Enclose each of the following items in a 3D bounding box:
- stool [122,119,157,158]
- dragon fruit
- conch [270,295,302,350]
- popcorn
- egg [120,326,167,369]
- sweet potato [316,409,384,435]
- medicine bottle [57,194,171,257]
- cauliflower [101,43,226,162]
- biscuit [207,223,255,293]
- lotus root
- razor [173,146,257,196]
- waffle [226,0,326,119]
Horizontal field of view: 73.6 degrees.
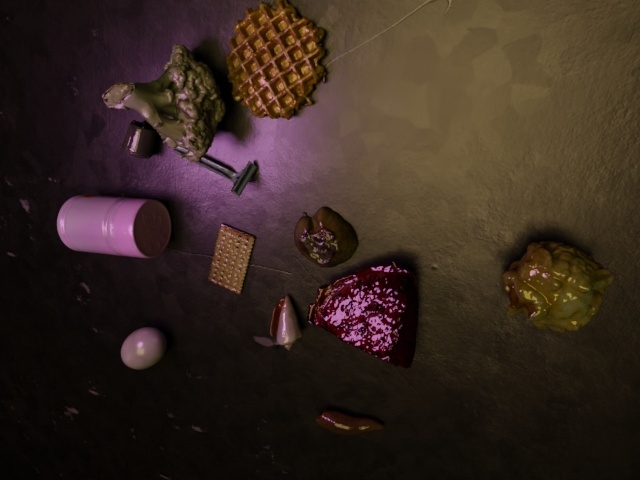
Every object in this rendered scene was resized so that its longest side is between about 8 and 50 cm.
[{"bbox_3d":[-0.579,-0.325,1.378,0.096,0.096,0.110,28,110,8],"label":"stool"},{"bbox_3d":[0.151,0.211,1.323,0.329,0.228,0.286,7,80,37],"label":"dragon fruit"},{"bbox_3d":[-0.121,0.279,1.437,0.104,0.094,0.176,0,109,61],"label":"conch"},{"bbox_3d":[0.590,0.117,1.077,0.254,0.195,0.256,-12,123,28],"label":"popcorn"},{"bbox_3d":[-0.683,0.418,1.649,0.209,0.151,0.151,-37,94,30],"label":"egg"},{"bbox_3d":[0.098,0.646,1.501,0.243,0.077,0.077,4,110,19],"label":"sweet potato"},{"bbox_3d":[-0.695,-0.049,1.456,0.315,0.202,0.202,5,111,18],"label":"medicine bottle"},{"bbox_3d":[-0.393,-0.381,1.187,0.260,0.281,0.327,-17,93,20],"label":"cauliflower"},{"bbox_3d":[-0.308,0.064,1.464,0.139,0.016,0.232,22,114,10],"label":"biscuit"},{"bbox_3d":[0.003,0.003,1.302,0.203,0.078,0.183,35,116,6],"label":"lotus root"},{"bbox_3d":[-0.342,-0.237,1.352,0.277,0.056,0.111,25,78,16],"label":"razor"},{"bbox_3d":[-0.130,-0.483,1.180,0.328,0.062,0.330,6,110,17],"label":"waffle"}]
